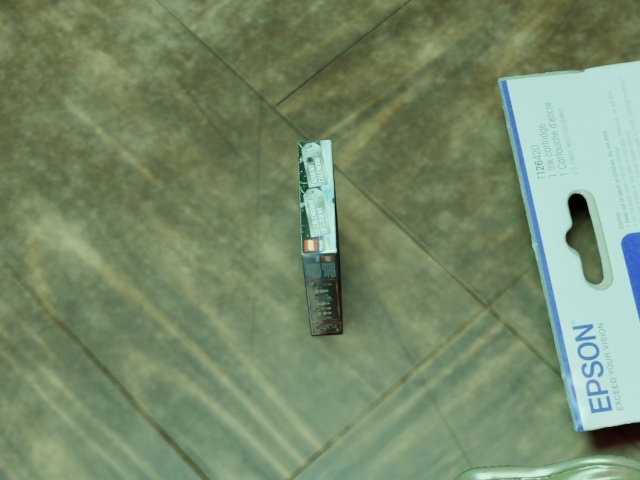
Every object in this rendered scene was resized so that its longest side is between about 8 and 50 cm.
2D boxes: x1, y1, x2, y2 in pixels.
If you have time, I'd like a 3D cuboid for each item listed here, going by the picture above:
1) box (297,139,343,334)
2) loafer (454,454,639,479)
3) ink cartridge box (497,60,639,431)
[{"bbox_3d":[0.000,0.000,1.307,0.027,0.137,0.094,-4,61,1],"label":"box"},{"bbox_3d":[0.169,0.186,1.251,0.148,0.056,0.050,-7,63,11],"label":"loafer"},{"bbox_3d":[0.311,-0.006,1.337,0.307,0.072,0.304,-9,63,1],"label":"ink cartridge box"}]
